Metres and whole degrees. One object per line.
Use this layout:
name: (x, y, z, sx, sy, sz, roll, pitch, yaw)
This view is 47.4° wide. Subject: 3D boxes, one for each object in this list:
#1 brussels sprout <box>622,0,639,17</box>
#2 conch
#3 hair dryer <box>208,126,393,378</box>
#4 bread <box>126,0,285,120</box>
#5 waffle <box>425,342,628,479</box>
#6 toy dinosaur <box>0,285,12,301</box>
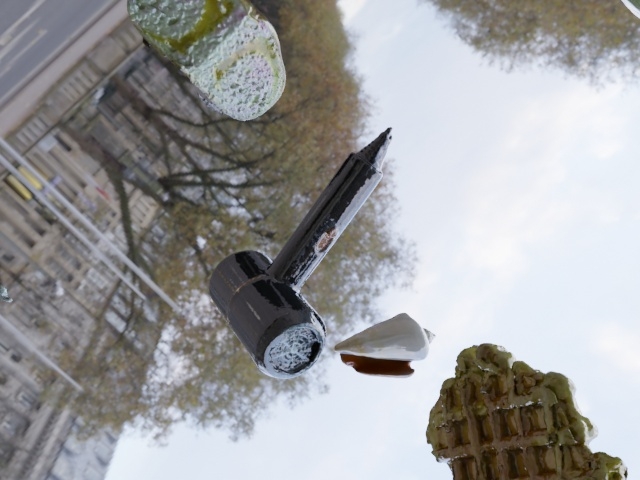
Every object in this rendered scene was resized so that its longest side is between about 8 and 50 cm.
brussels sprout: (0.395, -0.279, 0.541, 0.281, 0.355, 0.289, -52, 154, -62)
conch: (0.118, 0.189, 1.269, 0.176, 0.104, 0.094, -19, -132, -23)
hair dryer: (0.000, 0.000, 0.969, 0.352, 0.107, 0.189, -54, -140, 8)
bread: (-0.171, -0.319, 1.125, 0.158, 0.261, 0.156, -42, -129, 6)
waffle: (0.190, 0.244, 0.755, 0.291, 0.051, 0.291, -177, -90, -65)
toy dinosaur: (-0.405, 0.026, 0.714, 0.167, 0.242, 0.053, -11, -130, 34)
